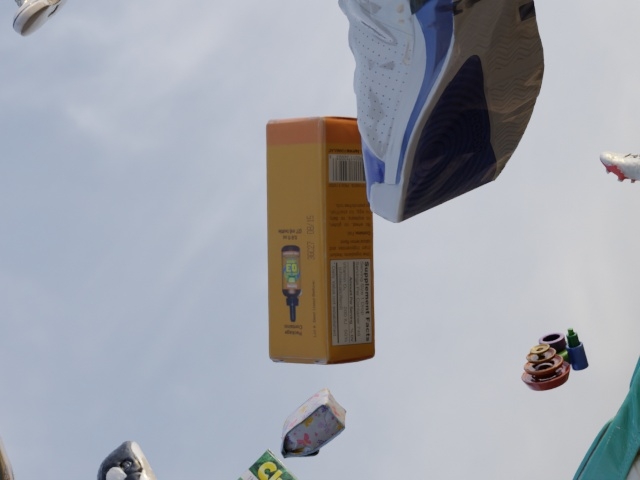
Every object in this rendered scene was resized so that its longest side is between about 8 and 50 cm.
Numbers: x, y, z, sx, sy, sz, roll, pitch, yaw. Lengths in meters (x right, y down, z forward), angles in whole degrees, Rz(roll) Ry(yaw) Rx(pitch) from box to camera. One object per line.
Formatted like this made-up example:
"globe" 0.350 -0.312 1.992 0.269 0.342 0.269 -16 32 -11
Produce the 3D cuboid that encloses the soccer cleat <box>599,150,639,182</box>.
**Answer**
"soccer cleat" 0.273 -0.061 1.499 0.029 0.083 0.036 -57 -12 -50

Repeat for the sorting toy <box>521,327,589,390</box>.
"sorting toy" 0.226 0.108 1.754 0.102 0.061 0.042 -55 -49 -64

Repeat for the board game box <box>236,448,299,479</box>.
"board game box" -0.026 0.352 1.953 0.136 0.259 0.030 -45 -39 -4

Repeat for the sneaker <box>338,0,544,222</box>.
"sneaker" 0.058 -0.189 1.279 0.127 0.182 0.316 -20 -52 -32

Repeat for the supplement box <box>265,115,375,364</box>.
"supplement box" 0.000 0.000 1.720 0.080 0.078 0.234 2 -91 -48

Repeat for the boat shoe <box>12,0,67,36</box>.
"boat shoe" -0.248 -0.207 1.560 0.035 0.035 0.100 -54 2 31

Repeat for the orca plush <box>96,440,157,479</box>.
"orca plush" -0.172 0.349 1.826 0.287 0.102 0.151 64 170 5

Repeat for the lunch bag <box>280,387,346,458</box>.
"lunch bag" -0.012 0.225 2.164 0.083 0.053 0.071 -36 9 7

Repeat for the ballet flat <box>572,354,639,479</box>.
"ballet flat" 0.262 0.142 1.366 0.083 0.087 0.247 2 -64 -46

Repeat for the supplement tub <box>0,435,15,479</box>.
"supplement tub" -0.297 0.138 1.248 0.200 0.144 0.144 84 -154 -51
